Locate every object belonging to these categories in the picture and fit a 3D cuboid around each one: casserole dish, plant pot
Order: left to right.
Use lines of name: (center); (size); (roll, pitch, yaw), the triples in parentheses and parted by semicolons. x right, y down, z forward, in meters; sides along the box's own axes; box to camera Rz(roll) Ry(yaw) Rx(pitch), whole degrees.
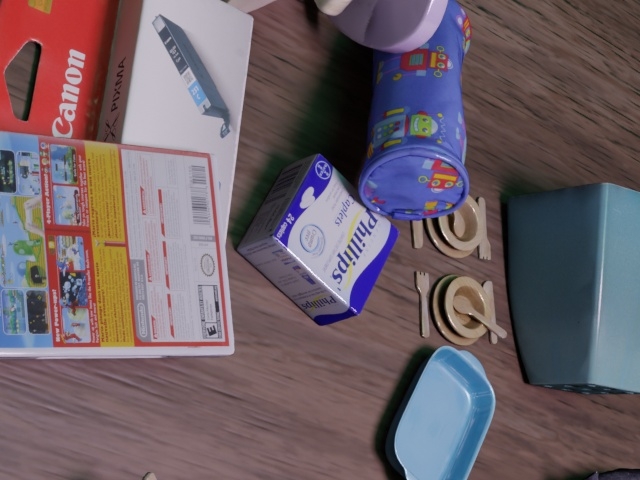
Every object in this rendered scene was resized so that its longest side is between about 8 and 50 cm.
casserole dish: (0.132, 0.208, 1.572); (0.114, 0.037, 0.188); (44, 53, -20)
plant pot: (0.335, 0.067, 1.702); (0.165, 0.165, 0.234); (14, 76, -36)

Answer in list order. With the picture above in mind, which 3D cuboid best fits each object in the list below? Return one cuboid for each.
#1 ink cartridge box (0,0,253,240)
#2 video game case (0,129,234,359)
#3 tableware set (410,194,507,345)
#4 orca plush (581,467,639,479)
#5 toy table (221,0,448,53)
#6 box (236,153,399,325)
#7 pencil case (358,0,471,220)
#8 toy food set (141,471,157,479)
ink cartridge box: (-0.202, -0.137, 1.386); (0.261, 0.066, 0.296); (21, 64, -34)
video game case: (-0.206, 0.007, 1.276); (0.285, 0.025, 0.204); (4, 75, -41)
tableware set: (0.172, 0.028, 1.656); (0.128, 0.039, 0.194); (7, 72, -38)
orca plush: (0.392, 0.334, 1.737); (0.287, 0.102, 0.151); (14, 113, -25)
toy table: (0.011, -0.332, 1.520); (0.161, 0.252, 0.274); (8, 34, -45)
box: (0.000, 0.000, 1.504); (0.137, 0.072, 0.126); (43, 55, -22)
pencil case: (0.110, -0.154, 1.568); (0.119, 0.133, 0.306); (5, 47, 2)
toy food set: (-0.212, 0.321, 1.245); (0.218, 0.071, 0.128); (-54, 135, -34)
